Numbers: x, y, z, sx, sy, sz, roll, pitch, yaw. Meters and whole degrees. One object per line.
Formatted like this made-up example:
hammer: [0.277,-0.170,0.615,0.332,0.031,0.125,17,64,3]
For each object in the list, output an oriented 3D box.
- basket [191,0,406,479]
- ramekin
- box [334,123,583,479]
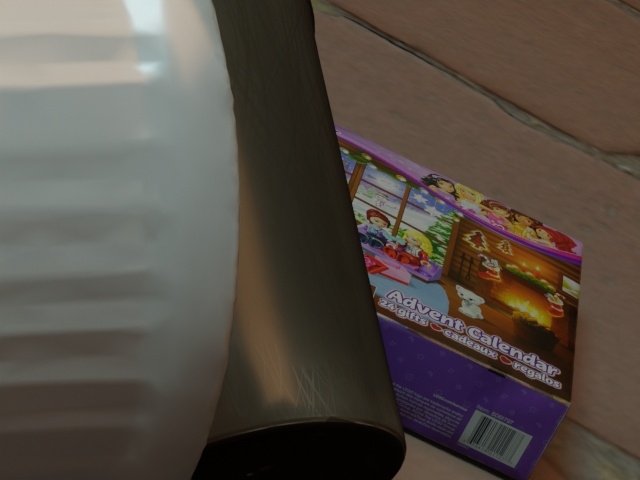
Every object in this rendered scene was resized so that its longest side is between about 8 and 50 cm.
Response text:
basket: [-0.053,0.005,0.755,0.204,0.154,0.226,50,22,-61]
ramekin: [-0.153,-0.012,0.629,0.135,0.277,0.277,-3,38,-32]
box: [0.000,0.000,0.972,0.293,0.057,0.201,25,26,-2]
